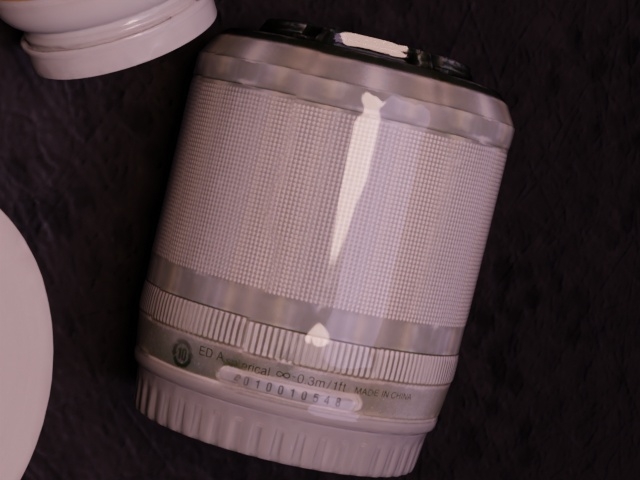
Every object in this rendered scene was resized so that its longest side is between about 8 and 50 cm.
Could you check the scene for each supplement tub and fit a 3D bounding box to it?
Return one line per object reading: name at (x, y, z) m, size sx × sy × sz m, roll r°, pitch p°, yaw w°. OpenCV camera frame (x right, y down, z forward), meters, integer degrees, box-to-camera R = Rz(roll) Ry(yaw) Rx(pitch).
supplement tub at (-0.148, -0.212, 1.012) m, size 0.144 × 0.144 × 0.199 m, roll -31°, pitch 118°, yaw -29°

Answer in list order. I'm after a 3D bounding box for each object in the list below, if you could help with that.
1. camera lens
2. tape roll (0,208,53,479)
camera lens at (0.000, 0.000, 1.133) m, size 0.219 × 0.219 × 0.274 m, roll 11°, pitch 93°, yaw -40°
tape roll at (-0.293, 0.065, 0.925) m, size 0.246 × 0.169 × 0.246 m, roll -18°, pitch 114°, yaw -45°
